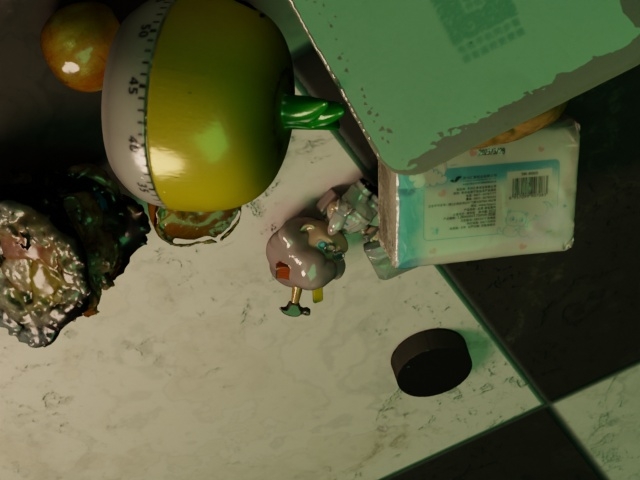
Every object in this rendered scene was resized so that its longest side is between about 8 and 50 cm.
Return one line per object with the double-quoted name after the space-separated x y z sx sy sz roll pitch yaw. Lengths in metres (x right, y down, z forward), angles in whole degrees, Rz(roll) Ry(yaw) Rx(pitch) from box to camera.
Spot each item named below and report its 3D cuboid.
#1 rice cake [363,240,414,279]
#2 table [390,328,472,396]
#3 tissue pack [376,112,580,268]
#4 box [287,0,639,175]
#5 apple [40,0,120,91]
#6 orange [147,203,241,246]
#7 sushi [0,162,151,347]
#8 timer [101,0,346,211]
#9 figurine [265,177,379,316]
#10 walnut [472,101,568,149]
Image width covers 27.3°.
0.178 -0.009 1.997 0.221 0.042 0.080 -21 133 9 "rice cake"
0.188 0.208 2.228 0.133 0.043 0.133 -8 137 -8 "table"
0.218 -0.077 1.843 0.271 0.124 0.202 -5 115 -10 "tissue pack"
0.159 -0.296 1.492 0.367 0.090 0.373 -26 117 9 "box"
-0.279 -0.233 1.589 0.102 0.099 0.114 -27 133 10 "apple"
-0.170 -0.077 1.777 0.170 0.112 0.160 -42 128 -11 "orange"
-0.356 0.002 1.763 0.238 0.218 0.225 -15 108 41 "sushi"
-0.098 -0.158 1.563 0.285 0.285 0.285 -8 137 -7 "timer"
0.000 0.000 1.913 0.229 0.112 0.137 -46 138 13 "figurine"
0.215 -0.213 1.687 0.225 0.193 0.193 -19 138 2 "walnut"
